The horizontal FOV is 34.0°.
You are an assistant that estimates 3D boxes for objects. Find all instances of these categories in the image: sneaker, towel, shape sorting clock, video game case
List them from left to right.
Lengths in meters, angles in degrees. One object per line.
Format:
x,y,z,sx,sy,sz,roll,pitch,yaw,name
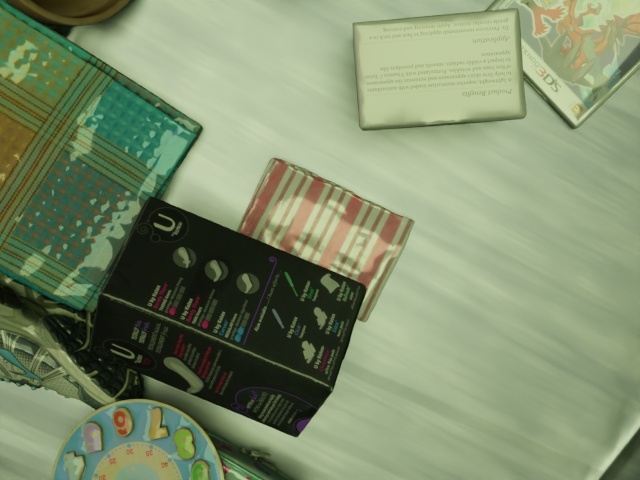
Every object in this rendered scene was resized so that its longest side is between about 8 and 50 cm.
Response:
-0.349,-0.110,1.185,0.370,0.040,0.271,32,87,-25,towel
-0.342,0.127,1.259,0.283,0.110,0.122,39,116,-8,sneaker
-0.210,0.285,1.195,0.206,0.040,0.206,0,87,6,shape sorting clock
0.000,0.000,1.283,0.197,0.029,0.144,25,93,-3,towel
0.321,-0.271,1.277,0.201,0.023,0.183,-45,94,1,video game case

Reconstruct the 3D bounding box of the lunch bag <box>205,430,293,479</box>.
-0.145,0.376,1.263,0.224,0.108,0.279,30,90,3,lunch bag

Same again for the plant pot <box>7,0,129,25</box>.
-0.314,-0.361,1.185,0.110,0.237,0.237,7,94,38,plant pot

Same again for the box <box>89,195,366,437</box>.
-0.108,0.091,1.196,0.270,0.165,0.143,23,57,-4,box

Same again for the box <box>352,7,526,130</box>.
0.131,-0.191,1.188,0.181,0.182,0.119,-4,97,4,box
